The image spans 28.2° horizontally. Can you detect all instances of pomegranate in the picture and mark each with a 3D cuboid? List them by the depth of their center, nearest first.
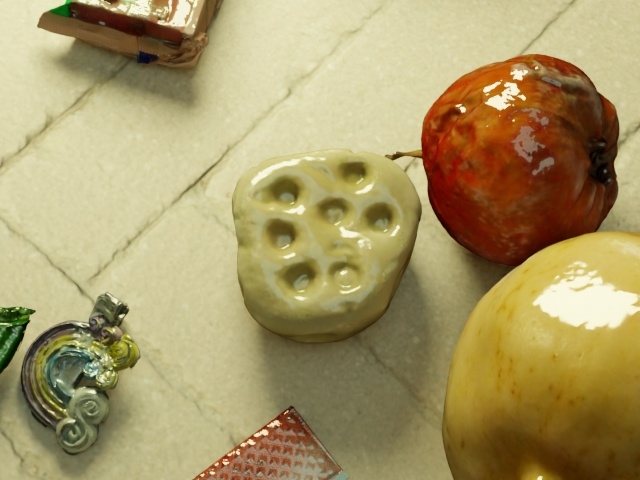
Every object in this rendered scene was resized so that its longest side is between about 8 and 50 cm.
[{"bbox_3d":[0.305,0.189,1.239,0.412,0.411,0.411,2,71,-6],"label":"pomegranate"}]

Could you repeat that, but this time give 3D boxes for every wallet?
[{"bbox_3d":[-0.077,0.273,1.363,0.196,0.020,0.103,-36,80,-16],"label":"wallet"}]

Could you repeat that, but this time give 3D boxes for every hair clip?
[{"bbox_3d":[-0.263,0.136,1.378,0.116,0.049,0.172,26,78,17],"label":"hair clip"}]

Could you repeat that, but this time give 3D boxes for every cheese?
[{"bbox_3d":[0.000,0.000,1.414,0.235,0.117,0.218,-42,79,-16],"label":"cheese"}]

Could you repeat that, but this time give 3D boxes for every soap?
[{"bbox_3d":[-0.193,-0.349,1.520,0.218,0.098,0.273,16,70,-1],"label":"soap"}]

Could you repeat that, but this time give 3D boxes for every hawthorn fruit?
[{"bbox_3d":[0.195,-0.091,1.425,0.272,0.242,0.241,4,66,35],"label":"hawthorn fruit"}]

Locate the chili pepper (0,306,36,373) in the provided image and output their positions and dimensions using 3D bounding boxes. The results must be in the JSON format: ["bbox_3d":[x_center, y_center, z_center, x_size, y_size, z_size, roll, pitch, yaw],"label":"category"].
[{"bbox_3d":[-0.393,0.146,1.347,0.098,0.061,0.224,36,70,11],"label":"chili pepper"}]
